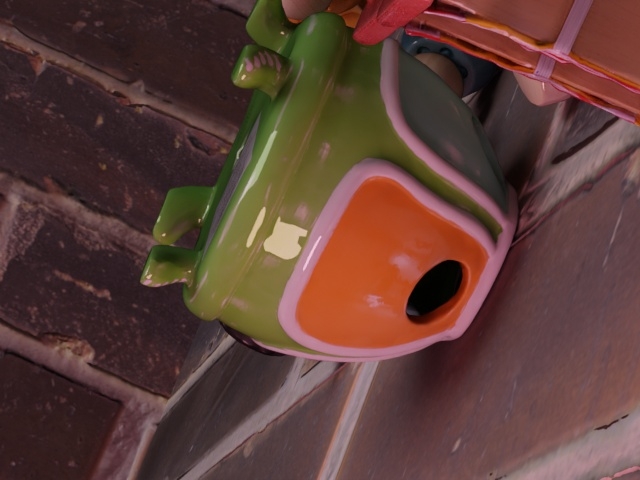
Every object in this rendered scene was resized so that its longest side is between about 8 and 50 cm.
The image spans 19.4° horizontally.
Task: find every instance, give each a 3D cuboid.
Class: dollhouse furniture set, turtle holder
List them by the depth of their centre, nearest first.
[{"bbox_3d":[0.186,-0.234,0.900,0.152,0.201,0.374,-172,106,-82],"label":"dollhouse furniture set"},{"bbox_3d":[0.012,-0.031,1.375,0.320,0.227,0.243,173,121,-82],"label":"turtle holder"}]

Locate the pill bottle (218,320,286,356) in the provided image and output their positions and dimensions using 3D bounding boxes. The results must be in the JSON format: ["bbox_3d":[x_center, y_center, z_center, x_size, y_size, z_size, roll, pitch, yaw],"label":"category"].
[{"bbox_3d":[0.000,0.000,1.698,0.219,0.123,0.123,-44,19,35],"label":"pill bottle"}]

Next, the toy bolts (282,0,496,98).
[{"bbox_3d":[0.041,-0.178,1.648,0.158,0.228,0.218,-59,-5,-44],"label":"toy bolts"}]

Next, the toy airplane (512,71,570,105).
[{"bbox_3d":[0.113,-0.337,1.261,0.386,0.272,0.384,65,-165,-53],"label":"toy airplane"}]
